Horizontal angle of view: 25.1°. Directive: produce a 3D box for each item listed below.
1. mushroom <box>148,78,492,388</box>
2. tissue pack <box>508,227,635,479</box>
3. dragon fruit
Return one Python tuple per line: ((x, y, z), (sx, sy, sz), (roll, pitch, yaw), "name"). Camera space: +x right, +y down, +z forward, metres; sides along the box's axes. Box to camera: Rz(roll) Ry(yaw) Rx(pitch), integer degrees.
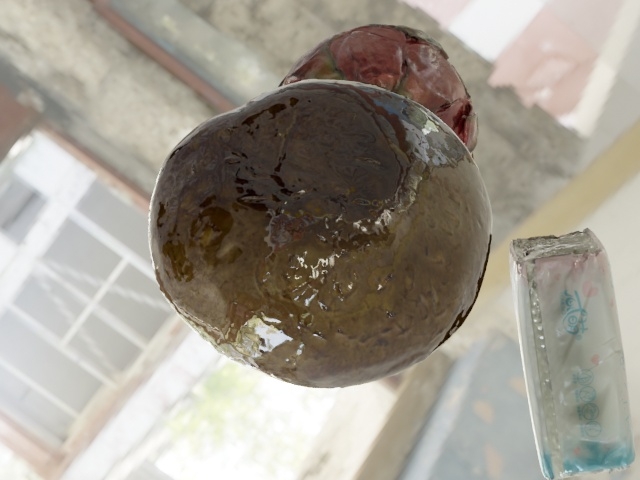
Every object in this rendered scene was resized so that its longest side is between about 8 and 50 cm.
((0.003, -0.013, 1.391), (0.345, 0.345, 0.239), (-55, 153, -16), "mushroom")
((0.304, 0.134, 1.756), (0.124, 0.271, 0.201), (-10, -172, 4), "tissue pack")
((0.063, -0.132, 1.805), (0.277, 0.277, 0.342), (-54, 175, -12), "dragon fruit")
